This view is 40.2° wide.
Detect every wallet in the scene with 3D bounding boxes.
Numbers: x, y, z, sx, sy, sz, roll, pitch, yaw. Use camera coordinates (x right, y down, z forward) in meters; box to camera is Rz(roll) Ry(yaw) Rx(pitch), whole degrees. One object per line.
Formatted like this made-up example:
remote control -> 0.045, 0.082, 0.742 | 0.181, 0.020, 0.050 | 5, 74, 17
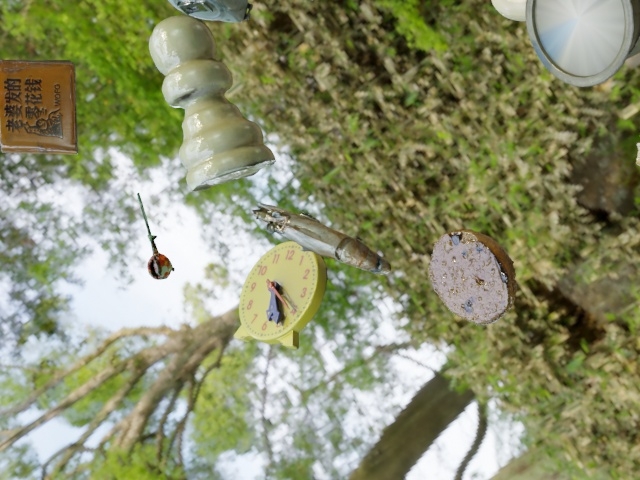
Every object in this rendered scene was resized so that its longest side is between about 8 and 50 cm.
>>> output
wallet -> -0.587, -0.277, 1.809 | 0.042, 0.161, 0.195 | -149, 59, -79

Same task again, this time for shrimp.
shrimp -> 0.000, 0.000, 2.081 | 0.360, 0.085, 0.247 | 24, 177, -5

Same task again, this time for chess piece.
chess piece -> -0.224, -0.273, 1.683 | 0.182, 0.182, 0.330 | -16, -95, -76

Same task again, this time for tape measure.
tape measure -> -0.275, -0.532, 1.723 | 0.330, 0.164, 0.084 | 34, -120, -58

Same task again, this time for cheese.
cheese -> 0.447, -0.487, 1.719 | 0.227, 0.137, 0.064 | 23, 161, 41

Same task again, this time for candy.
candy -> -0.344, -0.008, 1.773 | 0.049, 0.055, 0.185 | -29, -76, -69

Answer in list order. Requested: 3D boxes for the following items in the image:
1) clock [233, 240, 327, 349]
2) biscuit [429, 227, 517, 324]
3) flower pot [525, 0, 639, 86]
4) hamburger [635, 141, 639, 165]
clock -> -0.110, 0.132, 2.255 | 0.071, 0.277, 0.293 | 35, -119, -40
biscuit -> 0.434, 0.101, 2.479 | 0.075, 0.296, 0.296 | -18, -111, -39
flower pot -> 0.471, -0.366, 1.374 | 0.212, 0.202, 0.212 | 45, 145, 44
hamburger -> 0.751, -0.214, 1.827 | 0.282, 0.155, 0.245 | -3, -162, -43
